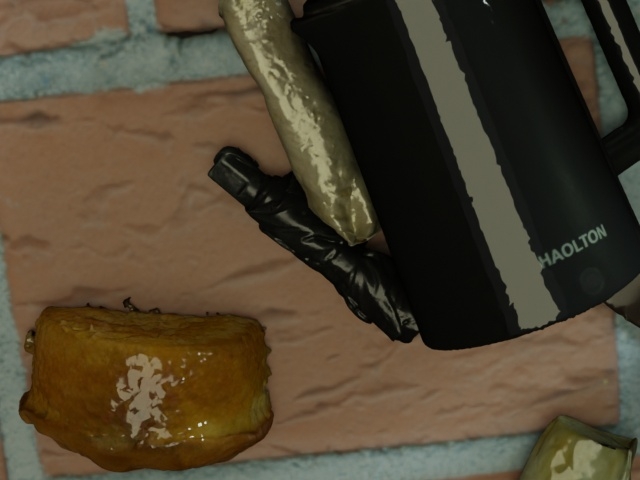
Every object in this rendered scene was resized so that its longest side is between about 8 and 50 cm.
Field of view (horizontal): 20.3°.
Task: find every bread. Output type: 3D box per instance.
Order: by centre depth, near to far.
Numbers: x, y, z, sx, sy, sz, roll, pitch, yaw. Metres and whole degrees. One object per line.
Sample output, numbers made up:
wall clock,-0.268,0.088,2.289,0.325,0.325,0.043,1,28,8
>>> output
bread,-0.156,0.129,1.572,0.229,0.139,0.143,2,98,0

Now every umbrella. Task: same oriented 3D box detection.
umbrella,0.000,0.000,1.561,0.235,0.066,0.059,39,109,-6

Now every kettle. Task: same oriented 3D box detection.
kettle,0.150,-0.099,1.461,0.262,0.203,0.308,-21,101,10

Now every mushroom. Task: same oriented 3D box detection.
mushroom,0.196,0.310,1.635,0.100,0.081,0.312,19,104,-10

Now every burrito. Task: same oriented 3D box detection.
burrito,-0.018,-0.124,1.516,0.059,0.082,0.275,-23,102,20

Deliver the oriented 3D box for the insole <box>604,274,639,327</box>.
insole,0.379,0.097,1.605,0.328,0.007,0.111,36,102,-8
